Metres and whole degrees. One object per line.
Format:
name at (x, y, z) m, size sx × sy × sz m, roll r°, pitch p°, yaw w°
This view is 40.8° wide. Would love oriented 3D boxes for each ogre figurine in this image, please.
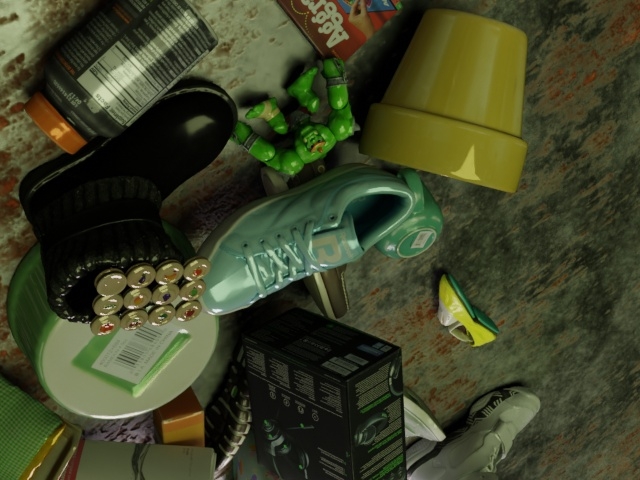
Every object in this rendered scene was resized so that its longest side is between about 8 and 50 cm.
ogre figurine at (-0.027, -0.175, 1.281) m, size 0.197 × 0.097 × 0.118 m, roll -36°, pitch 93°, yaw -17°

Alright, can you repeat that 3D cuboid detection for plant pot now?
plant pot at (0.209, -0.217, 1.327) m, size 0.254 × 0.254 × 0.239 m, roll 11°, pitch 97°, yaw -35°

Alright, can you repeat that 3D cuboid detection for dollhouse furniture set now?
dollhouse furniture set at (-0.510, 0.365, 1.260) m, size 0.198 × 0.151 × 0.301 m, roll 32°, pitch 108°, yaw 0°

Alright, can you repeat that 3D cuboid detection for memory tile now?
memory tile at (-0.209, 0.069, 1.064) m, size 0.148 × 0.012 × 0.113 m, roll -8°, pitch 135°, yaw -30°

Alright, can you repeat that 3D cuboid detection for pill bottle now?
pill bottle at (-0.261, -0.222, 1.103) m, size 0.246 × 0.130 × 0.130 m, roll -42°, pitch 131°, yaw 0°

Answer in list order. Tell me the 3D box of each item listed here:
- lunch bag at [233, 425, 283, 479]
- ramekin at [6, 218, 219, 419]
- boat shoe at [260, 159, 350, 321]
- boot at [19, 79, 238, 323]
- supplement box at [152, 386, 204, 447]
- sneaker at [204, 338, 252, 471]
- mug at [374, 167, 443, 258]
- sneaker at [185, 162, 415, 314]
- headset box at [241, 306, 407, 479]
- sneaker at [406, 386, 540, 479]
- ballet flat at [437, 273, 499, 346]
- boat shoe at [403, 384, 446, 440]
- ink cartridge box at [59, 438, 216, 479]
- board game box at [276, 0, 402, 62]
lunch bag at (-0.081, 0.505, 1.618) m, size 0.160 × 0.223 × 0.262 m, roll -4°, pitch 123°, yaw -22°
ramekin at (-0.300, 0.121, 1.288) m, size 0.303 × 0.148 × 0.303 m, roll -15°, pitch 126°, yaw -22°
boat shoe at (0.000, 0.000, 1.414) m, size 0.097 × 0.116 × 0.324 m, roll -28°, pitch 123°, yaw -11°
boot at (-0.224, -0.054, 1.145) m, size 0.348 × 0.260 × 0.131 m, roll -35°, pitch 132°, yaw -6°
supplement box at (-0.251, 0.376, 1.531) m, size 0.078 × 0.080 × 0.233 m, roll -11°, pitch 123°, yaw -23°
sneaker at (-0.101, 0.300, 1.555) m, size 0.163 × 0.106 × 0.281 m, roll 11°, pitch 112°, yaw -39°
mug at (0.137, -0.036, 1.453) m, size 0.129 × 0.097 × 0.158 m, roll -33°, pitch 147°, yaw 9°
sneaker at (-0.021, -0.006, 1.237) m, size 0.366 × 0.150 × 0.135 m, roll -35°, pitch 116°, yaw -20°
headset box at (0.009, 0.287, 1.408) m, size 0.131 × 0.246 × 0.283 m, roll -23°, pitch 118°, yaw -39°
sneaker at (0.367, 0.479, 1.876) m, size 0.366 × 0.210 × 0.137 m, roll -28°, pitch 130°, yaw -12°
ballet flat at (0.278, 0.149, 1.707) m, size 0.077 × 0.077 × 0.231 m, roll -33°, pitch 135°, yaw 14°
boat shoe at (0.177, 0.364, 1.787) m, size 0.081 × 0.079 × 0.227 m, roll -39°, pitch 127°, yaw 9°
ink cartridge box at (-0.326, 0.450, 1.444) m, size 0.283 × 0.117 × 0.207 m, roll 6°, pitch 118°, yaw -6°
board game box at (-0.006, -0.385, 1.218) m, size 0.145 × 0.027 × 0.281 m, roll -43°, pitch 131°, yaw 2°
